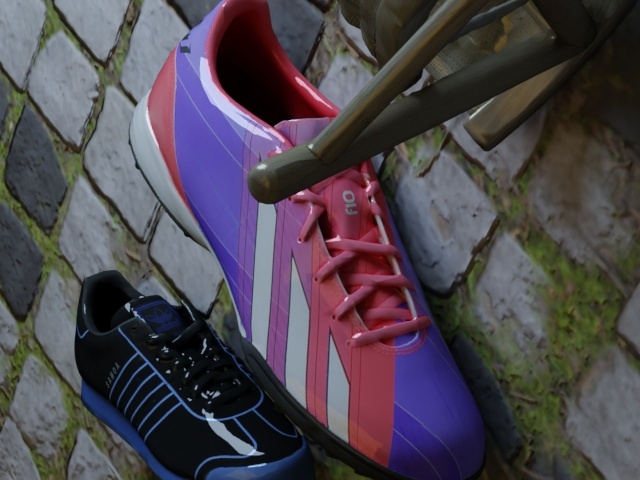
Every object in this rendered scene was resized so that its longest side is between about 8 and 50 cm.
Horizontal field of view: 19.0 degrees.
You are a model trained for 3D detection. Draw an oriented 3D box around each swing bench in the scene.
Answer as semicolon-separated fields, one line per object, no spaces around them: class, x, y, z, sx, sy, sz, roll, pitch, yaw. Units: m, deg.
swing bench;0.010;-0.176;0.882;0.165;0.254;0.253;-45;78;27

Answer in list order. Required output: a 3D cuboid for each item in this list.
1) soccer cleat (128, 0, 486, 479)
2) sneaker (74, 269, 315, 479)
soccer cleat;0.000;0.000;1.077;0.318;0.108;0.116;56;133;27
sneaker;-0.089;0.091;1.226;0.232;0.081;0.090;24;126;46
